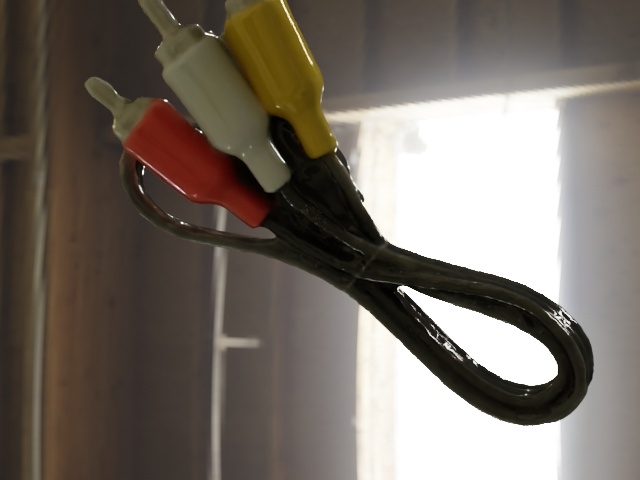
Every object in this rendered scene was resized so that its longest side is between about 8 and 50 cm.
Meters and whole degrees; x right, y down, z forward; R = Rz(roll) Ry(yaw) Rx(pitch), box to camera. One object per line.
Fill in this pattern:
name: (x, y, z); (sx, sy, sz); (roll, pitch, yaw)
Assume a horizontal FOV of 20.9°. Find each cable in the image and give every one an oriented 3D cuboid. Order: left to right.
cable: (0.000, 0.000, 0.853); (0.139, 0.072, 0.287); (-43, -96, 19)
